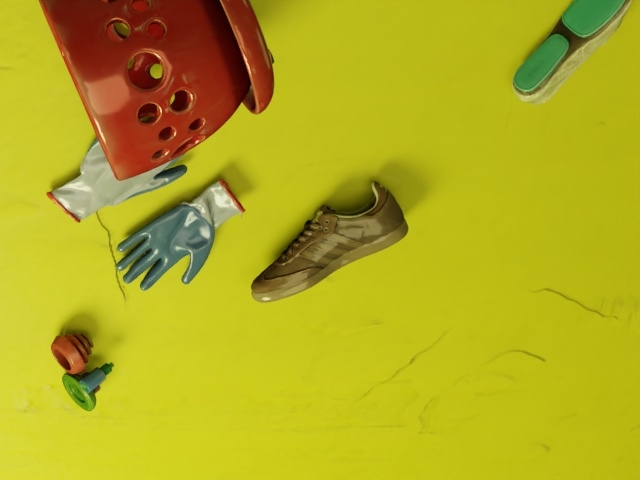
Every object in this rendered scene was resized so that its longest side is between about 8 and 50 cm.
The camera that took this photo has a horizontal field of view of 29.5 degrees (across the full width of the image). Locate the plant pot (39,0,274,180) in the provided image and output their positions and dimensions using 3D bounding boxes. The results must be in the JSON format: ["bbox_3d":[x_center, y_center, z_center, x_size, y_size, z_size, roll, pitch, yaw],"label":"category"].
[{"bbox_3d":[-0.149,-0.174,1.124,0.174,0.191,0.191,-26,121,-9],"label":"plant pot"}]

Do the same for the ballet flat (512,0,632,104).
[{"bbox_3d":[0.271,-0.212,1.287,0.168,0.057,0.052,-44,146,15],"label":"ballet flat"}]

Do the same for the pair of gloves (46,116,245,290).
[{"bbox_3d":[-0.178,-0.038,1.280,0.159,0.023,0.198,-36,119,8],"label":"pair of gloves"}]

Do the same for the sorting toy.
[{"bbox_3d":[-0.259,0.142,1.344,0.042,0.061,0.102,-39,135,-32],"label":"sorting toy"}]

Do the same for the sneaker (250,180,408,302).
[{"bbox_3d":[0.000,0.000,1.329,0.188,0.066,0.071,-27,104,-5],"label":"sneaker"}]
